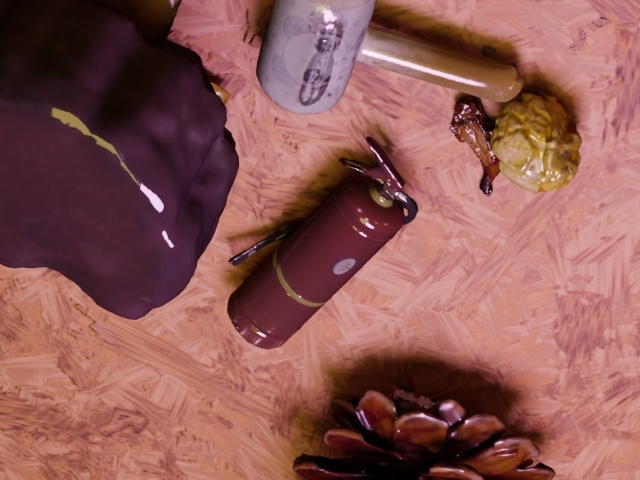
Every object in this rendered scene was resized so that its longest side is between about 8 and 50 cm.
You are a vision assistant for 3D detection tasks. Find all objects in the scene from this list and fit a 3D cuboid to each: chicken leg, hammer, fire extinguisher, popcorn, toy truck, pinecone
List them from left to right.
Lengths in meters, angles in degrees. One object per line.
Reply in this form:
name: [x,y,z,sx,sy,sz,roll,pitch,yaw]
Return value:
fire extinguisher: [0.000,0.000,2.138,0.141,0.105,0.341,30,130,-16]
hammer: [0.089,-0.216,1.957,0.305,0.113,0.202,12,139,-9]
pinecone: [0.122,0.401,2.264,0.384,0.384,0.384,5,129,6]
toy truck: [0.133,0.225,2.349,0.083,0.024,0.032,21,151,-5]
chicken leg: [0.194,-0.111,2.063,0.062,0.037,0.145,0,131,38]
popcorn: [0.259,-0.112,2.003,0.116,0.106,0.121,-9,109,-22]

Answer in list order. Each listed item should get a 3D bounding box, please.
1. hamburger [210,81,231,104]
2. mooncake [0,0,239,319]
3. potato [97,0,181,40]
hamburger: [-0.252,-0.143,2.046,0.261,0.139,0.243,31,127,-16]
mooncake: [-0.271,-0.105,1.831,0.381,0.212,0.350,34,149,-13]
potato: [-0.249,-0.351,1.831,0.266,0.229,0.229,26,128,-13]
